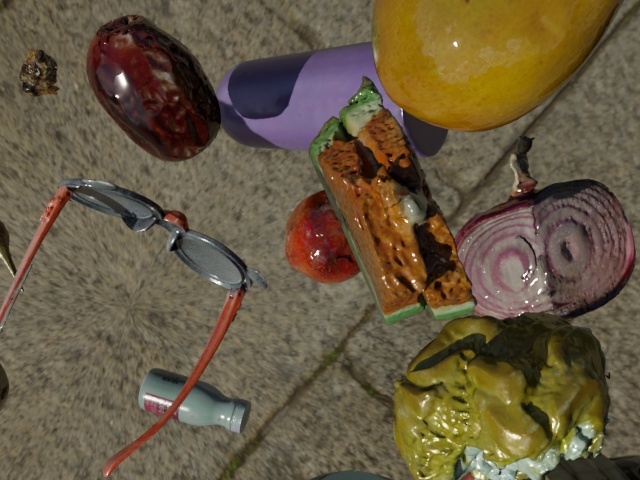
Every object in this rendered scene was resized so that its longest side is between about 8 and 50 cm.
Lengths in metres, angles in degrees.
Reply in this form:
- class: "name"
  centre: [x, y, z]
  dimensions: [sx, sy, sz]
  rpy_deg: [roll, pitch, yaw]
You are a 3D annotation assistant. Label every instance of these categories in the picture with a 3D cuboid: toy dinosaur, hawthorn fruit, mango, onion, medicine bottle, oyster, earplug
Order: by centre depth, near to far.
- class: "mango"
  centre: [0.175, -0.239, 0.755]
  dimensions: [0.173, 0.211, 0.317]
  rpy_deg: [26, 116, -38]
- class: "onion"
  centre: [0.344, 0.023, 1.376]
  dimensions: [0.256, 0.230, 0.272]
  rpy_deg: [15, 70, -25]
- class: "hawthorn fruit"
  centre: [0.009, -0.007, 1.533]
  dimensions: [0.173, 0.179, 0.173]
  rpy_deg: [-10, 107, -33]
- class: "oyster"
  centre: [-0.529, -0.313, 1.593]
  dimensions: [0.086, 0.132, 0.029]
  rpy_deg: [10, 56, 8]
- class: "toy dinosaur"
  centre: [-0.591, 0.001, 1.594]
  dimensions: [0.162, 0.039, 0.126]
  rpy_deg: [36, 64, -23]
- class: "earplug"
  centre: [0.001, -0.258, 1.599]
  dimensions: [0.456, 0.215, 0.215]
  rpy_deg: [2, 83, 31]
- class: "medicine bottle"
  centre: [-0.252, 0.327, 1.730]
  dimensions: [0.217, 0.090, 0.090]
  rpy_deg: [15, 82, 10]

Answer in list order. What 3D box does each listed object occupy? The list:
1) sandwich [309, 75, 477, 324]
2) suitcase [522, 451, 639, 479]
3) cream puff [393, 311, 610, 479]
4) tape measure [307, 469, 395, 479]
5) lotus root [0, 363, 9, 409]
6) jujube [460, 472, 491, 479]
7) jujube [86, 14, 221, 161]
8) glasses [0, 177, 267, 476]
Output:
- class: "sandwich"
  centre: [0.079, -0.019, 0.964]
  dimensions: [0.109, 0.212, 0.292]
  rpy_deg: [-24, 111, 3]
- class: "suitcase"
  centre: [0.251, 0.387, 0.694]
  dimensions: [0.194, 0.351, 0.339]
  rpy_deg: [-3, 111, -13]
- class: "cream puff"
  centre: [0.122, 0.111, 0.607]
  dimensions: [0.156, 0.156, 0.121]
  rpy_deg: [-1, 70, -13]
- class: "tape measure"
  centre: [0.049, 0.449, 1.169]
  dimensions: [0.259, 0.138, 0.262]
  rpy_deg: [6, 47, 1]
- class: "lotus root"
  centre: [-0.637, 0.211, 1.206]
  dimensions: [0.375, 0.111, 0.390]
  rpy_deg: [4, 106, -2]
- class: "jujube"
  centre: [0.371, 0.518, 1.808]
  dimensions: [0.168, 0.168, 0.236]
  rpy_deg: [-37, 54, -13]
- class: "jujube"
  centre: [-0.273, -0.242, 1.382]
  dimensions: [0.183, 0.183, 0.243]
  rpy_deg: [-35, 120, -13]
- class: "glasses"
  centre: [-0.200, 0.090, 0.847]
  dimensions: [0.234, 0.118, 0.268]
  rpy_deg: [34, 70, -33]
